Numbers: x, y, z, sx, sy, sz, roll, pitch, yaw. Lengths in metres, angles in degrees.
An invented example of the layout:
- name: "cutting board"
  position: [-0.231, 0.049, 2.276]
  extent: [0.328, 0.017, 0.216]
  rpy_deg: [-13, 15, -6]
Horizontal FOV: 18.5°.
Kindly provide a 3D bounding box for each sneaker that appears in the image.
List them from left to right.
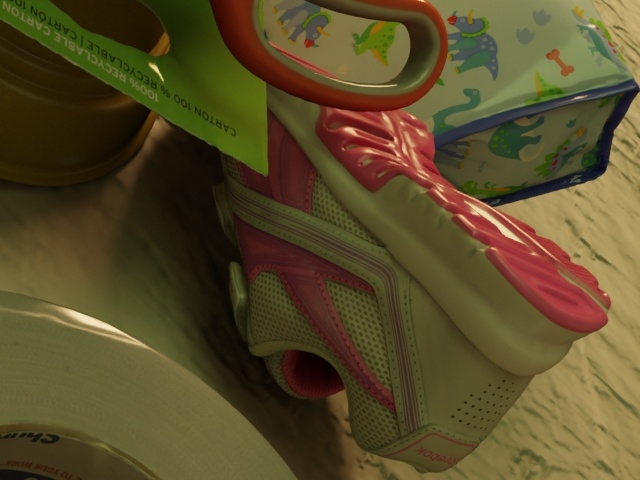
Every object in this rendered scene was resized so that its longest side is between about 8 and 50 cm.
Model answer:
- name: "sneaker"
  position: [0.000, 0.000, 0.791]
  extent: [0.103, 0.111, 0.252]
  rpy_deg: [23, 16, -40]

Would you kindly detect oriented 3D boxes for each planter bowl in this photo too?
- name: "planter bowl"
  position: [-0.115, -0.137, 0.789]
  extent: [0.217, 0.090, 0.217]
  rpy_deg: [31, 43, -35]

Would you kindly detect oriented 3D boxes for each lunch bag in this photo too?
- name: "lunch bag"
  position: [0.054, -0.081, 0.936]
  extent: [0.151, 0.096, 0.129]
  rpy_deg: [-14, 60, -18]

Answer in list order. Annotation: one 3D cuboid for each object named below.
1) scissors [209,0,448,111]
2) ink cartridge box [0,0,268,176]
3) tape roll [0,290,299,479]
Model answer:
- name: "scissors"
  position: [-0.064, -0.117, 0.668]
  extent: [0.297, 0.021, 0.109]
  rpy_deg: [11, 91, -39]
- name: "ink cartridge box"
  position: [-0.053, -0.179, 0.731]
  extent: [0.189, 0.097, 0.255]
  rpy_deg: [31, 43, -35]
- name: "tape roll"
  position: [-0.089, 0.123, 0.595]
  extent: [0.219, 0.072, 0.219]
  rpy_deg: [27, 37, -22]
